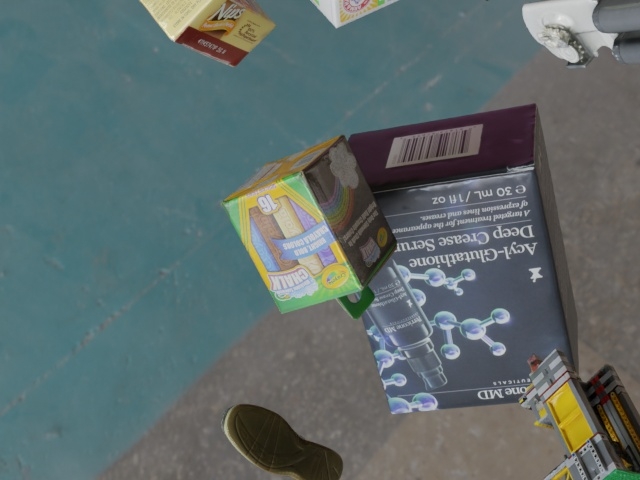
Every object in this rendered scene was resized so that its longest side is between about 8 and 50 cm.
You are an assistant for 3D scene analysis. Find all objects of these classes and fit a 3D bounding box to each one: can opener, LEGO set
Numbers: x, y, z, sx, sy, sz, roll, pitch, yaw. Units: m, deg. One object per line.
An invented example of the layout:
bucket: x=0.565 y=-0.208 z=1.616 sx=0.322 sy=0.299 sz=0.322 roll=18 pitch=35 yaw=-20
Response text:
can opener: x=0.289 y=-0.206 z=0.971 sx=0.074 sy=0.280 sz=0.093 roll=46 pitch=77 yaw=-25
LEGO set: x=0.318 y=0.259 z=1.250 sx=0.331 sy=0.255 sz=0.192 roll=10 pitch=40 yaw=-26

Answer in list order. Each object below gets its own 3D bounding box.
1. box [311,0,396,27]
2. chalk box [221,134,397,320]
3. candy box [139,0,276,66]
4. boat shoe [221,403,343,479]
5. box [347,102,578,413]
box: x=0.033 y=-0.353 z=1.173 sx=0.114 sy=0.203 sz=0.103 roll=-27 pitch=56 yaw=-15
chalk box: x=0.000 y=0.000 z=1.357 sx=0.213 sy=0.132 sz=0.132 roll=64 pitch=34 yaw=-14
candy box: x=-0.209 y=-0.371 z=1.350 sx=0.316 sy=0.087 sz=0.183 roll=50 pitch=13 yaw=14
boat shoe: x=-0.065 y=0.299 z=1.551 sx=0.223 sy=0.073 sz=0.080 roll=34 pitch=67 yaw=-33
box: x=0.210 y=0.034 z=1.606 sx=0.293 sy=0.396 sz=0.212 roll=-9 pitch=29 yaw=17
